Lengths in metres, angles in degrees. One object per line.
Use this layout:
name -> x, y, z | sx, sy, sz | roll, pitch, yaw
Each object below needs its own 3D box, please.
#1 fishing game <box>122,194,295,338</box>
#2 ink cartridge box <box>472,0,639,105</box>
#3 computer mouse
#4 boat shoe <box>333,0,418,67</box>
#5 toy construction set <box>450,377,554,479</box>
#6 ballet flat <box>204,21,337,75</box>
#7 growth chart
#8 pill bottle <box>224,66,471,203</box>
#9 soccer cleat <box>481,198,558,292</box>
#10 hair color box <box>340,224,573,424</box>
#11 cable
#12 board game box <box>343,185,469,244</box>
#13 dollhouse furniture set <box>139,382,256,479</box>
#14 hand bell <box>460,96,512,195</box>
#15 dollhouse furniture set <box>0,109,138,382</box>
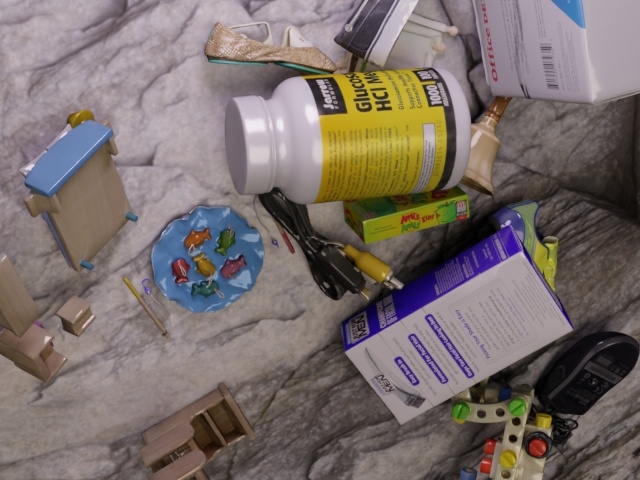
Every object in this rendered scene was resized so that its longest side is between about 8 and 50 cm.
fishing game -> -0.172, 0.033, 1.791 | 0.264, 0.041, 0.189 | -31, 121, -8
ink cartridge box -> 0.349, -0.323, 1.642 | 0.129, 0.307, 0.223 | -16, 104, -15
computer mouse -> 0.476, 0.256, 2.139 | 0.188, 0.072, 0.272 | 33, 112, -32
boat shoe -> 0.116, -0.406, 1.660 | 0.102, 0.108, 0.301 | 28, 101, -1
toy construction set -> 0.306, 0.376, 2.056 | 0.215, 0.151, 0.327 | 12, 116, 14
ballet flat -> -0.067, -0.284, 1.665 | 0.206, 0.073, 0.067 | 2, 99, -26
growth chart -> 0.095, -0.253, 1.768 | 0.172, 0.021, 0.237 | 19, 106, -27
pill bottle -> 0.037, -0.152, 1.675 | 0.334, 0.188, 0.187 | -7, 117, -17
soccer cleat -> 0.378, 0.056, 1.985 | 0.121, 0.093, 0.289 | -31, 121, -6
hair color box -> 0.224, 0.143, 1.905 | 0.339, 0.110, 0.185 | -31, 115, 11
cable -> 0.000, 0.000, 1.826 | 0.287, 0.139, 0.072 | 47, 57, -17
board game box -> 0.138, -0.051, 1.840 | 0.181, 0.092, 0.043 | -15, 118, -14
dollhouse furniture set -> -0.172, 0.367, 1.833 | 0.161, 0.242, 0.212 | -31, 122, -5
hand bell -> 0.282, -0.206, 1.830 | 0.126, 0.126, 0.242 | 30, 90, -30
dollhouse furniture set -> -0.416, -0.016, 1.661 | 0.303, 0.198, 0.286 | -52, 151, -28
